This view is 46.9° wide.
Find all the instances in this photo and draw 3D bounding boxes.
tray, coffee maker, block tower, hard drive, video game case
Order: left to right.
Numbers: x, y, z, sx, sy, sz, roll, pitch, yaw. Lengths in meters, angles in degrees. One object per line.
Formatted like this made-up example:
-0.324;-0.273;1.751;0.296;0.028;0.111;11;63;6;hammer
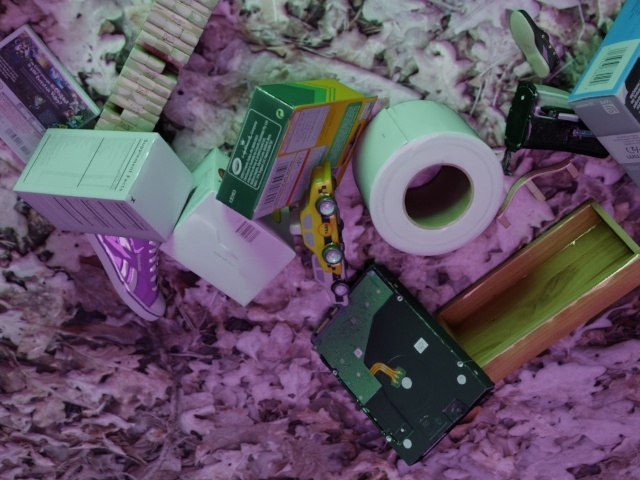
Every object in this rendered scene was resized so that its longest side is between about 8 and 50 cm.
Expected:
-0.515;-0.252;1.293;0.173;0.022;0.190;-31;117;11;video game case
-0.273;-0.314;1.247;0.097;0.091;0.335;27;112;-20;block tower
0.153;0.245;1.490;0.236;0.339;0.064;-52;154;19;hard drive
0.440;0.111;1.494;0.411;0.202;0.076;-38;122;14;tray
0.446;-0.206;1.384;0.179;0.120;0.171;7;134;-9;coffee maker

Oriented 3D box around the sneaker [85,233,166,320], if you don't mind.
-0.331;0.023;1.422;0.161;0.102;0.282;-22;119;2;sneaker

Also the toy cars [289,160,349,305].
0.000;0.000;1.366;0.087;0.176;0.393;-5;160;4;toy cars

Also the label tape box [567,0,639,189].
0.625;-0.231;1.316;0.348;0.115;0.249;40;73;-22;label tape box

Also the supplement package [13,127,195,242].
-0.362;-0.094;1.250;0.244;0.139;0.134;7;153;26;supplement package

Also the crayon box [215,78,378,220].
-0.033;-0.168;1.279;0.083;0.323;0.203;32;115;18;crayon box

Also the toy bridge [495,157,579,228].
0.426;-0.104;1.478;0.188;0.026;0.063;-39;115;14;toy bridge

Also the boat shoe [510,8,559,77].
0.384;-0.358;1.326;0.042;0.049;0.133;-42;111;-15;boat shoe

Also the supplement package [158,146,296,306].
-0.168;-0.029;1.351;0.194;0.203;0.149;38;108;-24;supplement package

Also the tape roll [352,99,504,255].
0.192;-0.116;1.357;0.246;0.169;0.246;-5;121;-8;tape roll
